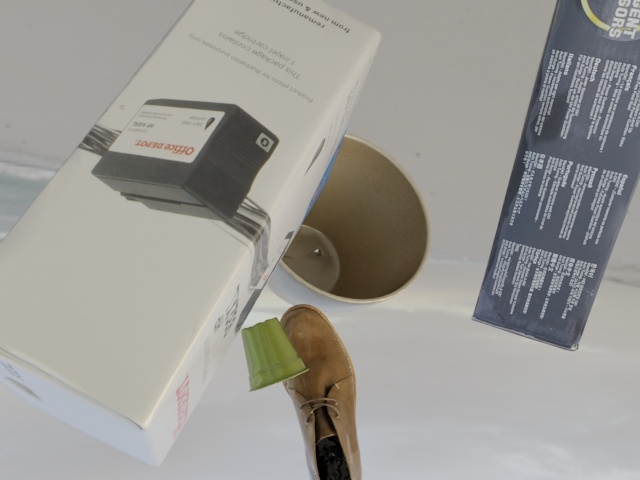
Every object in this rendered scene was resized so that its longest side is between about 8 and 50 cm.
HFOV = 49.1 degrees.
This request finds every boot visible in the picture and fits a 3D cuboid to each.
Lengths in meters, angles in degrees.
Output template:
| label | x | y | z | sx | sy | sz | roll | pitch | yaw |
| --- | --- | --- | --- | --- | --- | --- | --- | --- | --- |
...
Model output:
| label | x | y | z | sx | sy | sz | roll | pitch | yaw |
| --- | --- | --- | --- | --- | --- | --- | --- | --- | --- |
| boot | 0.006 | 0.239 | 1.025 | 0.112 | 0.305 | 0.115 | -13 | 171 | -3 |

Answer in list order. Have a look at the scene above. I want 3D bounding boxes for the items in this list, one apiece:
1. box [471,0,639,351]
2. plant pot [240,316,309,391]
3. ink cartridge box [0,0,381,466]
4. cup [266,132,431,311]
| label | x | y | z | sx | sy | sz | roll | pitch | yaw |
| --- | --- | --- | --- | --- | --- | --- | --- | --- | --- |
| box | 0.236 | -0.157 | 0.587 | 0.097 | 0.394 | 0.318 | 17 | -152 | 17 |
| plant pot | -0.066 | 0.144 | 0.906 | 0.083 | 0.079 | 0.083 | -20 | 174 | -2 |
| ink cartridge box | -0.095 | -0.009 | 0.514 | 0.129 | 0.307 | 0.223 | 28 | 155 | 1 |
| cup | 0.000 | 0.000 | 1.286 | 0.331 | 0.331 | 0.237 | 3 | 154 | -24 |
